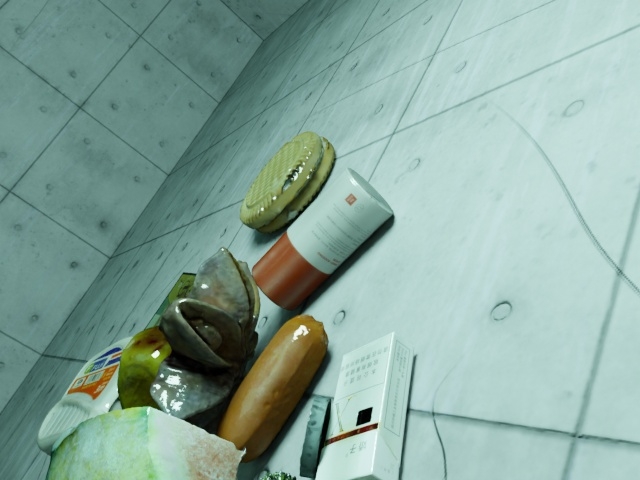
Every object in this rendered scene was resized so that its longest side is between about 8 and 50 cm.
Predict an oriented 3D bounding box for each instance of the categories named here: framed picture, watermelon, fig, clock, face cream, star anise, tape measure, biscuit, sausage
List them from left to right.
[{"bbox_3d":[-0.394,0.313,1.118,0.258,0.130,0.265,-25,29,39],"label":"tape measure"},{"bbox_3d":[-0.221,0.321,0.681,0.305,0.180,0.224,-42,65,37],"label":"watermelon"},{"bbox_3d":[-0.270,0.229,0.988,0.154,0.144,0.166,139,154,-81],"label":"fig"},{"bbox_3d":[-0.377,0.212,1.385,0.324,0.013,0.244,-58,23,-17],"label":"framed picture"},{"bbox_3d":[-0.154,0.163,0.802,0.315,0.108,0.316,18,-90,-85],"label":"star anise"},{"bbox_3d":[-0.057,0.182,0.743,0.198,0.076,0.076,-55,23,-12],"label":"sausage"},{"bbox_3d":[-0.071,-0.121,1.224,0.259,0.079,0.259,-41,24,23],"label":"biscuit"},{"bbox_3d":[-0.004,0.204,0.617,0.085,0.017,0.085,9,-90,-82],"label":"clock"},{"bbox_3d":[0.000,0.000,0.882,0.214,0.095,0.096,-45,23,15],"label":"face cream"}]

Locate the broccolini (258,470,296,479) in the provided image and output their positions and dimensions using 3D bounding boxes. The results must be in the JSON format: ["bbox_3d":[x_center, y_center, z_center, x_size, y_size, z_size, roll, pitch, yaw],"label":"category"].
[{"bbox_3d":[-0.102,0.318,0.657,0.271,0.062,0.123,-31,21,46],"label":"broccolini"}]

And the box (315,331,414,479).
[{"bbox_3d":[0.047,0.176,0.597,0.084,0.040,0.154,-32,29,39],"label":"box"}]
